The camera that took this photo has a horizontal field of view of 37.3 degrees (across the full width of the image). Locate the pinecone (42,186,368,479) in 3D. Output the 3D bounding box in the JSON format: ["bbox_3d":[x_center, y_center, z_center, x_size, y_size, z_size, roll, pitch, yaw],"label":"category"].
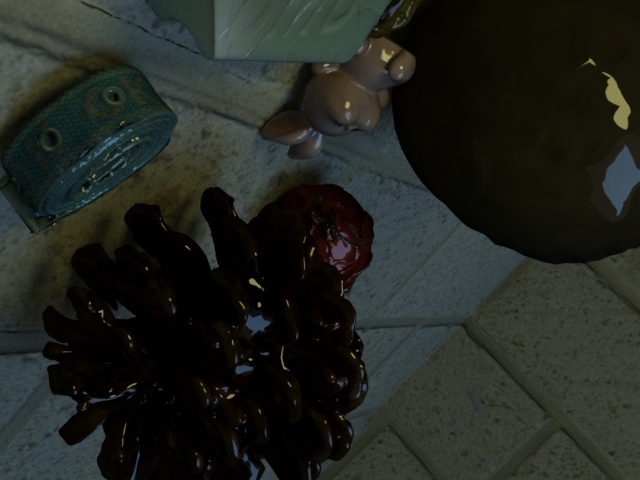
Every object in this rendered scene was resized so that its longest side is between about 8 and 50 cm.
[{"bbox_3d":[-0.146,0.125,1.129,0.398,0.397,0.397,-37,159,-16],"label":"pinecone"}]

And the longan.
[{"bbox_3d":[0.298,-0.181,1.256,0.404,0.436,0.403,-16,130,-20],"label":"longan"}]

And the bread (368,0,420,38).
[{"bbox_3d":[0.114,-0.342,1.054,0.269,0.087,0.098,-52,159,21],"label":"bread"}]

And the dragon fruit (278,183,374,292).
[{"bbox_3d":[0.000,0.000,1.420,0.172,0.172,0.209,-33,149,-25],"label":"dragon fruit"}]

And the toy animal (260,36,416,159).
[{"bbox_3d":[0.027,-0.170,1.199,0.212,0.124,0.124,-55,157,20],"label":"toy animal"}]

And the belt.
[{"bbox_3d":[-0.226,-0.097,0.925,0.163,0.082,0.147,-34,169,-31],"label":"belt"}]

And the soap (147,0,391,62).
[{"bbox_3d":[-0.039,-0.262,0.918,0.290,0.095,0.172,-13,144,-54],"label":"soap"}]
